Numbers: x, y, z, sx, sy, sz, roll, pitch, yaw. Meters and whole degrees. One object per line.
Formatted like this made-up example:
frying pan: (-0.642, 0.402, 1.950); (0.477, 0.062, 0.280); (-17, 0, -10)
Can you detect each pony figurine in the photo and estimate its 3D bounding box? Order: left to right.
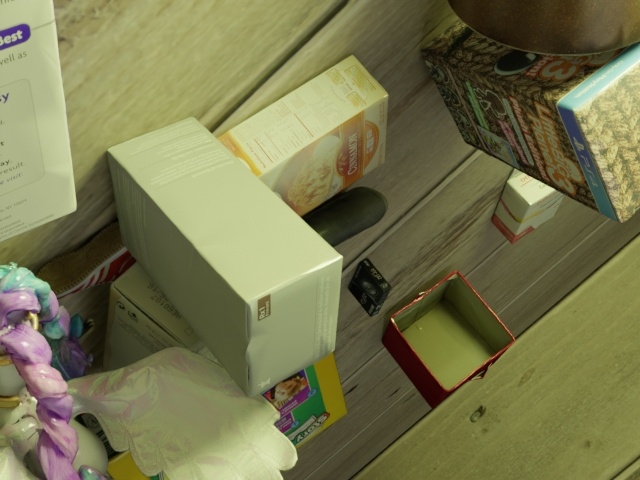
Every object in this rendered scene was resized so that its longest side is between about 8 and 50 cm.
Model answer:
pony figurine: (-0.247, 0.200, 0.803); (0.303, 0.351, 0.363); (-38, 166, -34)

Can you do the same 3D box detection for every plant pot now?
plant pot: (0.218, -0.317, 0.732); (0.215, 0.215, 0.230); (-31, 143, -20)

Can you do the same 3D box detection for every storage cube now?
storage cube: (0.260, 0.213, 1.795); (0.183, 0.215, 0.193); (-34, 164, -14)

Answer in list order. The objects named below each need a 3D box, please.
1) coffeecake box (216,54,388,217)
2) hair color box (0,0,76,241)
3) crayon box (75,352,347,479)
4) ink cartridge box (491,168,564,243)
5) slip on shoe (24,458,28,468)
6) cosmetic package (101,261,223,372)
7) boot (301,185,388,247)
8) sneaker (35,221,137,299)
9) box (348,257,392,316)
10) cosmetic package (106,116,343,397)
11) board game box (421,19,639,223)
coffeecake box: (-0.021, -0.093, 0.932); (0.185, 0.068, 0.142); (-34, 159, -12)
hair color box: (-0.252, -0.113, 0.476); (0.185, 0.110, 0.339); (-27, 157, -26)
crayon box: (-0.145, 0.264, 1.310); (0.363, 0.106, 0.313); (-32, 146, -15)
ink cartridge box: (0.403, -0.087, 1.616); (0.115, 0.067, 0.198); (-32, 157, -15)
slip on shoe: (-0.436, 0.322, 1.119); (0.135, 0.051, 0.041); (-44, 170, -4)
cosmetic package: (-0.160, 0.115, 0.996); (0.160, 0.113, 0.309); (-45, 168, -36)
boot: (0.000, -0.002, 1.062); (0.208, 0.076, 0.189); (-20, -164, -25)
sneaker: (-0.234, 0.034, 0.877); (0.118, 0.042, 0.067); (-35, 155, -16)
box: (0.082, 0.079, 1.433); (0.018, 0.067, 0.083); (-25, 155, -30)
cosmetic package: (-0.090, 0.008, 0.767); (0.107, 0.238, 0.127); (-28, 143, -29)
board game box: (0.289, -0.185, 0.913); (0.232, 0.291, 0.141); (-38, 122, -5)
